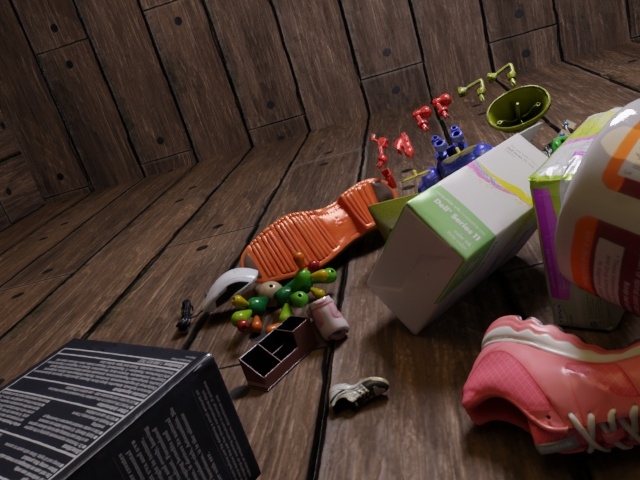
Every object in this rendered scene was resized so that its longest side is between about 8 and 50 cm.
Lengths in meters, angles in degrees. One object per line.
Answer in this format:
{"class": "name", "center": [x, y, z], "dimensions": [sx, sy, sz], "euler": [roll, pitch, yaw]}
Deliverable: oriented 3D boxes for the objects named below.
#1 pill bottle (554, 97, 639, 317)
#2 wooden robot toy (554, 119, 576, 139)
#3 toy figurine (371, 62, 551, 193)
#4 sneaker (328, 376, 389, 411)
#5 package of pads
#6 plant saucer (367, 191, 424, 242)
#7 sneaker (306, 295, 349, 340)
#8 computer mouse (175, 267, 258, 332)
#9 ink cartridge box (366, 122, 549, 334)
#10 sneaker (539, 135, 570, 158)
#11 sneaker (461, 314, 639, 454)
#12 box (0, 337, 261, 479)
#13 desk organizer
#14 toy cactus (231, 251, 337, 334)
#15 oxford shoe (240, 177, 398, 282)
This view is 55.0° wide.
{"class": "pill bottle", "center": [0.443, 0.022, 0.553], "dimensions": [0.224, 0.224, 0.392], "euler": [-28, 40, -28]}
{"class": "wooden robot toy", "center": [0.604, -0.229, 1.481], "dimensions": [0.079, 0.076, 0.173], "euler": [27, 35, 13]}
{"class": "toy figurine", "center": [0.314, -0.182, 1.327], "dimensions": [0.362, 0.217, 0.191], "euler": [-28, 45, 6]}
{"class": "sneaker", "center": [0.052, 0.205, 0.805], "dimensions": [0.083, 0.032, 0.037], "euler": [-18, 32, 14]}
{"class": "package of pads", "center": [0.404, -0.047, 0.876], "dimensions": [0.101, 0.229, 0.296], "euler": [1, 26, 41]}
{"class": "plant saucer", "center": [0.201, -0.031, 1.165], "dimensions": [0.188, 0.045, 0.188], "euler": [-14, -24, 12]}
{"class": "sneaker", "center": [0.013, 0.133, 1.011], "dimensions": [0.051, 0.070, 0.134], "euler": [-28, -9, -4]}
{"class": "computer mouse", "center": [-0.205, 0.103, 1.192], "dimensions": [0.193, 0.042, 0.106], "euler": [-35, 16, 12]}
{"class": "ink cartridge box", "center": [0.253, -0.028, 0.964], "dimensions": [0.353, 0.207, 0.119], "euler": [-31, 66, -33]}
{"class": "sneaker", "center": [0.478, -0.145, 1.203], "dimensions": [0.134, 0.146, 0.343], "euler": [-20, 19, -7]}
{"class": "sneaker", "center": [0.280, 0.172, 0.617], "dimensions": [0.313, 0.116, 0.136], "euler": [2, 40, 52]}
{"class": "box", "center": [-0.284, 0.268, 0.682], "dimensions": [0.296, 0.183, 0.294], "euler": [-3, 23, 39]}
{"class": "desk organizer", "center": [-0.063, 0.171, 0.953], "dimensions": [0.047, 0.050, 0.130], "euler": [0, 26, 41]}
{"class": "toy cactus", "center": [-0.082, 0.095, 1.126], "dimensions": [0.219, 0.112, 0.180], "euler": [-36, 16, -23]}
{"class": "oxford shoe", "center": [0.000, 0.000, 1.300], "dimensions": [0.363, 0.130, 0.133], "euler": [-25, -15, -16]}
